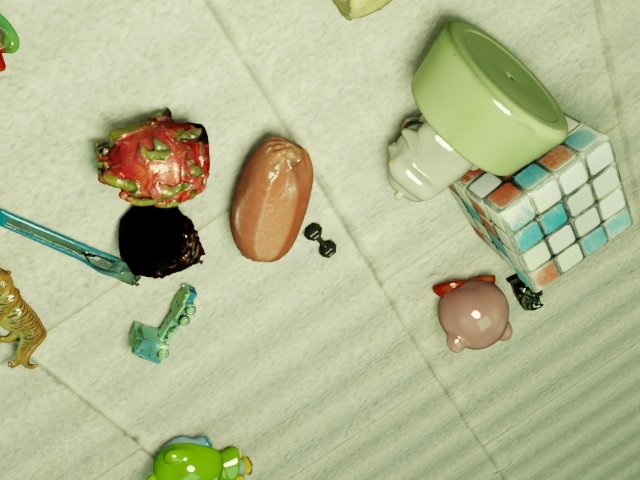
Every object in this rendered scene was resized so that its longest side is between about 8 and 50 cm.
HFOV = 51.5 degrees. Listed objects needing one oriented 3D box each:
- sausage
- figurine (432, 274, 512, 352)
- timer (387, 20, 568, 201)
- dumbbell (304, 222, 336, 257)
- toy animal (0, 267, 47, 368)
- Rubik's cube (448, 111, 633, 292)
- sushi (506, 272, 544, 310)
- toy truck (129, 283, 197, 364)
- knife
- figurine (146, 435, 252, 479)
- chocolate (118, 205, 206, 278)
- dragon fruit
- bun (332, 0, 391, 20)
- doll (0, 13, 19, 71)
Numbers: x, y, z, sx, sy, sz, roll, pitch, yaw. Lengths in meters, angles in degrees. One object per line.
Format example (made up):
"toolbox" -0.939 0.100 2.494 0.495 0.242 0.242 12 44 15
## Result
"sausage" -0.091 -0.072 1.234 0.148 0.148 0.255 9 113 -28
"figurine" 0.362 0.173 1.560 0.173 0.173 0.173 -11 124 -17
"timer" 0.243 -0.197 1.242 0.290 0.291 0.315 20 131 -32
"dumbbell" 0.000 0.000 1.376 0.035 0.040 0.083 -18 133 27
"toy animal" -0.569 0.149 1.216 0.099 0.057 0.241 -25 126 -7
"Rubik's cube" 0.438 -0.101 1.363 0.256 0.253 0.259 -37 129 2
"sushi" 0.513 0.134 1.652 0.056 0.085 0.083 -26 129 -5
"toy truck" -0.315 0.160 1.326 0.081 0.067 0.175 25 108 -32
"knife" -0.450 0.018 1.203 0.296 0.026 0.044 29 118 -35
"figurine" -0.274 0.535 1.547 0.263 0.143 0.162 23 116 -44
"chocolate" -0.276 0.006 1.225 0.156 0.156 0.133 -46 156 9
"dragon fruit" -0.280 -0.135 1.103 0.171 0.167 0.160 -9 163 -31
"bun" 0.091 -0.463 1.005 0.259 0.259 0.152 -39 89 4
"doll" -0.507 -0.375 0.843 0.182 0.160 0.363 -10 122 -18
